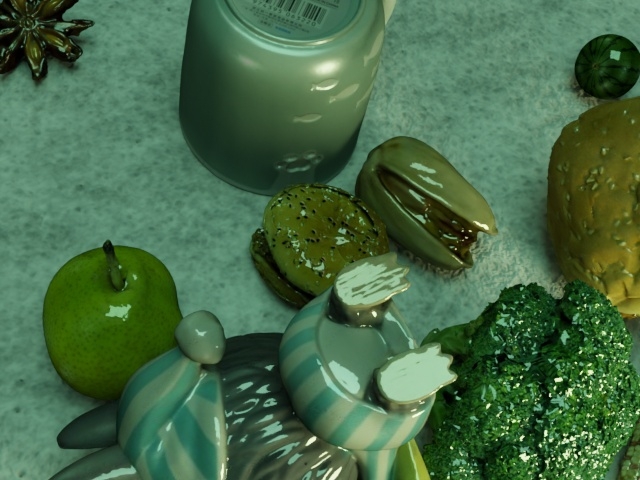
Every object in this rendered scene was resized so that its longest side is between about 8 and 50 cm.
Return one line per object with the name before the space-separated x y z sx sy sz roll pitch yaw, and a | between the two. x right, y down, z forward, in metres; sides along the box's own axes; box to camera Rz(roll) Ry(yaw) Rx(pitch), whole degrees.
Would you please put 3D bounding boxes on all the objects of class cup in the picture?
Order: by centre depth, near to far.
cup | -0.016 -0.266 1.382 0.259 0.274 0.356 44 63 14

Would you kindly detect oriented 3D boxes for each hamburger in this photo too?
hamburger | 0.000 0.000 1.326 0.177 0.113 0.186 2 61 -7
hamburger | 0.415 -0.043 1.330 0.259 0.144 0.283 -9 88 29

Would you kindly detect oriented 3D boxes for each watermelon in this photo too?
watermelon | 0.436 -0.261 1.561 0.109 0.109 0.109 4 60 -7

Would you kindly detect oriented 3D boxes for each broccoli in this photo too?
broccoli | 0.233 0.187 1.199 0.307 0.275 0.308 -7 104 -29

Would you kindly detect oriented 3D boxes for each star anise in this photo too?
star anise | -0.413 -0.329 1.459 0.177 0.073 0.234 -12 80 -7

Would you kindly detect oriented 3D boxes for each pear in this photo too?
pear | -0.232 0.081 1.180 0.166 0.216 0.180 6 54 -11

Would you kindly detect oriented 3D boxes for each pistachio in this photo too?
pistachio | 0.138 -0.050 1.382 0.206 0.131 0.129 40 106 8

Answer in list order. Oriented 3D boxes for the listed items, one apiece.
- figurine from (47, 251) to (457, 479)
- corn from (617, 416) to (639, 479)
figurine | -0.089 0.207 1.049 0.377 0.361 0.266 -21 66 -18
corn | 0.428 0.228 1.295 0.079 0.079 0.237 30 62 8
